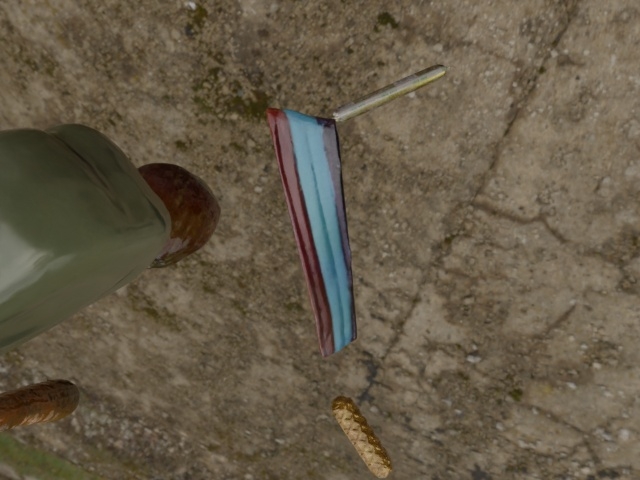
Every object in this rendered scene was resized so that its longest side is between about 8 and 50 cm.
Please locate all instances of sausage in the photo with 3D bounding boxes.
[{"bbox_3d":[0.136,-0.287,1.099,0.032,0.269,0.032,61,169,20],"label":"sausage"}]

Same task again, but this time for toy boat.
[{"bbox_3d":[0.000,0.000,0.753,0.080,0.136,0.391,-5,129,4],"label":"toy boat"}]

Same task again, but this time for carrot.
[{"bbox_3d":[-0.310,0.168,0.565,0.047,0.047,0.191,17,176,14],"label":"carrot"}]

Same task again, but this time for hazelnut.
[{"bbox_3d":[-0.306,-0.042,1.140,0.218,0.217,0.234,26,165,2],"label":"hazelnut"}]

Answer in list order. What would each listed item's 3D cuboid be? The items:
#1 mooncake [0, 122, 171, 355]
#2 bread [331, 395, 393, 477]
[{"bbox_3d":[-0.265,0.011,0.479,0.135,0.275,0.275,54,138,0],"label":"mooncake"},{"bbox_3d":[0.072,0.340,0.985,0.157,0.044,0.052,55,168,10],"label":"bread"}]
